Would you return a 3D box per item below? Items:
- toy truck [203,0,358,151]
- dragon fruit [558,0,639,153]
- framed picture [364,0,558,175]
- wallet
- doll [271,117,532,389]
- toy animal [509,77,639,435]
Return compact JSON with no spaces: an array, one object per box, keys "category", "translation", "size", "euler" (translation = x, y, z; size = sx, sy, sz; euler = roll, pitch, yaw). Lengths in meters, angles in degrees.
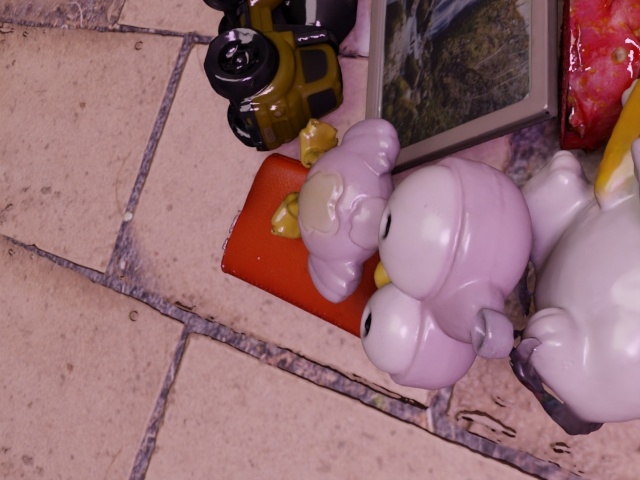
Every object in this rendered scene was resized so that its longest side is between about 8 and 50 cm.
[{"category":"toy truck","translation":[-0.033,-0.213,0.815],"size":[0.166,0.147,0.224],"euler":[-10,67,4]},{"category":"dragon fruit","translation":[0.238,-0.138,0.591],"size":[0.111,0.153,0.152],"euler":[-1,75,17]},{"category":"framed picture","translation":[0.122,-0.232,0.719],"size":[0.241,0.020,0.324],"euler":[-13,68,55]},{"category":"wallet","translation":[0.000,0.000,0.775],"size":[0.205,0.045,0.142],"euler":[22,88,37]},{"category":"doll","translation":[0.051,-0.003,0.587],"size":[0.365,0.094,0.160],"euler":[-132,57,-66]},{"category":"toy animal","translation":[0.269,0.000,0.460],"size":[0.310,0.183,0.247],"euler":[-32,91,35]}]
